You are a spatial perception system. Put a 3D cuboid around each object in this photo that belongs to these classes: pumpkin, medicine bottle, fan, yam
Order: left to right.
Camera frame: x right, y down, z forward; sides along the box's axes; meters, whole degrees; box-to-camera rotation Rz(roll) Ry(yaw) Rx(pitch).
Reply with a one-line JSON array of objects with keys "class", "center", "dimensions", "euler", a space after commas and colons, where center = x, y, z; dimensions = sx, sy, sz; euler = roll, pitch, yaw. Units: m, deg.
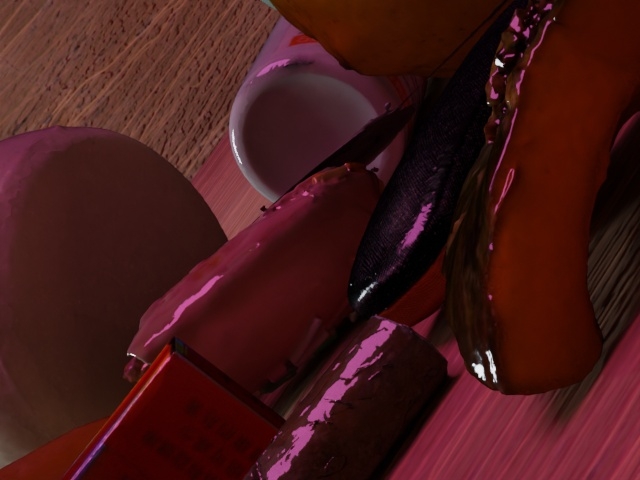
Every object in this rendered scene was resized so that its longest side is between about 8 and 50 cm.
[{"class": "yam", "center": [0.006, 0.099, 0.871], "dimensions": [0.132, 0.054, 0.054], "euler": [-52, 8, -5]}, {"class": "medicine bottle", "center": [0.015, -0.130, 1.476], "dimensions": [0.144, 0.144, 0.252], "euler": [-49, 11, 24]}, {"class": "fan", "center": [0.032, -0.071, 1.126], "dimensions": [0.329, 0.009, 0.191], "euler": [-44, -7, 36]}, {"class": "pumpkin", "center": [0.129, -0.080, 0.801], "dimensions": [0.258, 0.095, 0.290], "euler": [-63, -3, 11]}]

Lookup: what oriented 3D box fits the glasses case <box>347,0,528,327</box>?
[{"class": "glasses case", "center": [0.093, -0.057, 0.992], "dimensions": [0.103, 0.067, 0.266], "euler": [-41, 13, 53]}]

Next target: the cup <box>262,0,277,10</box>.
[{"class": "cup", "center": [0.008, -0.348, 1.624], "dimensions": [0.401, 0.310, 0.392], "euler": [-40, -1, -5]}]

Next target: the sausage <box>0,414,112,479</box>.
[{"class": "sausage", "center": [-0.203, 0.199, 1.030], "dimensions": [0.328, 0.112, 0.112], "euler": [-25, -8, -32]}]

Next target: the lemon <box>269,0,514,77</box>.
[{"class": "lemon", "center": [0.072, -0.248, 1.220], "dimensions": [0.293, 0.293, 0.293], "euler": [-51, 8, 10]}]

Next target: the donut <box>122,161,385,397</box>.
[{"class": "donut", "center": [-0.028, 0.038, 1.111], "dimensions": [0.199, 0.085, 0.233], "euler": [-40, -4, -10]}]

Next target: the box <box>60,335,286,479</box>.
[{"class": "box", "center": [-0.088, 0.154, 0.964], "dimensions": [0.175, 0.112, 0.048], "euler": [-51, 8, 2]}]

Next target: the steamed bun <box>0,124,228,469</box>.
[{"class": "steamed bun", "center": [-0.193, 0.063, 1.301], "dimensions": [0.177, 0.283, 0.283], "euler": [-20, 27, 36]}]
